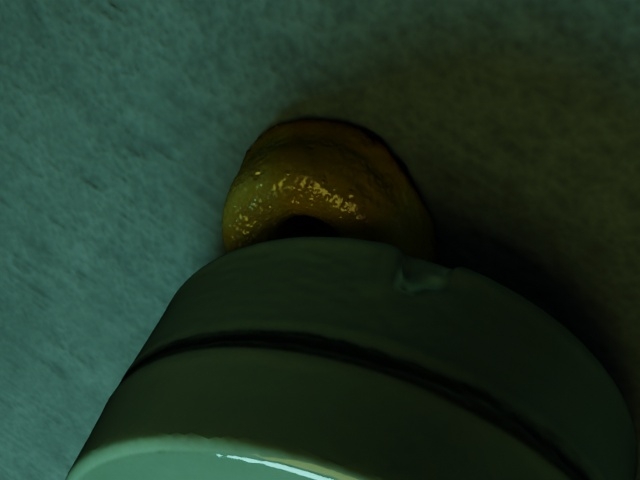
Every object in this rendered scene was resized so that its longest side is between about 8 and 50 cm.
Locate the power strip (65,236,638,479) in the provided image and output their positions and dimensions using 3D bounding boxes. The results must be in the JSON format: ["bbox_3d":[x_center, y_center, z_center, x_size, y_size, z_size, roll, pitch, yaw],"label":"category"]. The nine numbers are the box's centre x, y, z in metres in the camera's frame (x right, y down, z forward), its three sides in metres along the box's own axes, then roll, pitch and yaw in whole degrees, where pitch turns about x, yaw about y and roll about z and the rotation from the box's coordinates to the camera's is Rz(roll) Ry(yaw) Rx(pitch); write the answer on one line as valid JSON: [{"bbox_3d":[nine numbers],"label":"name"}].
[{"bbox_3d":[0.021,0.178,0.607,0.357,0.161,0.358,13,137,13],"label":"power strip"}]

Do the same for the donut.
[{"bbox_3d":[0.000,0.000,0.618,0.151,0.058,0.152,12,125,18],"label":"donut"}]
